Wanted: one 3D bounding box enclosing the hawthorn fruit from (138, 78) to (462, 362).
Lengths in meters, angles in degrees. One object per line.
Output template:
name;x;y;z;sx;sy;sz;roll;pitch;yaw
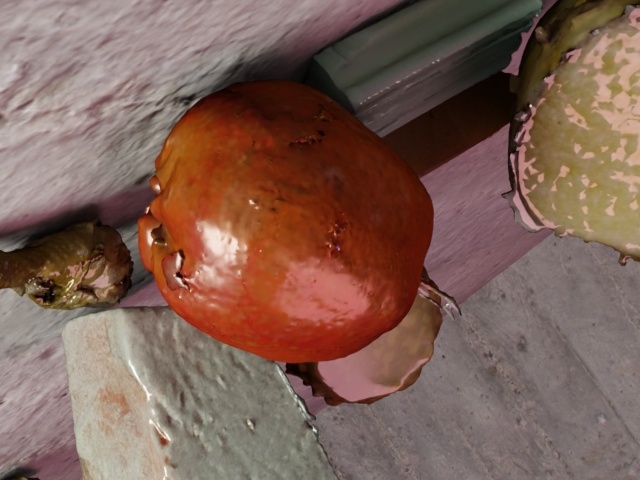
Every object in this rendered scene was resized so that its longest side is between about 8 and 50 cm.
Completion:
hawthorn fruit;0.000;0.000;0.951;0.299;0.211;0.211;22;136;-24

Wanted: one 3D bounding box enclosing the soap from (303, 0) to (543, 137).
soap;0.083;-0.154;1.034;0.198;0.063;0.114;-30;166;-20

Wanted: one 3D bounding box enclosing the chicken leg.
chicken leg;-0.216;0.020;0.945;0.085;0.069;0.198;-14;172;30

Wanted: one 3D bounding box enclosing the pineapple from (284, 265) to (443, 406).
pineapple;-0.004;0.043;1.233;0.169;0.169;0.340;-32;-156;-8

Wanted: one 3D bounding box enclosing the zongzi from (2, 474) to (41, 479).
zongzi;-0.469;0.392;1.701;0.189;0.081;0.178;-27;177;-9

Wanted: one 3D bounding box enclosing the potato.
potato;0.289;-0.142;1.099;0.300;0.237;0.289;16;130;-14

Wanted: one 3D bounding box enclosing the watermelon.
watermelon;-0.128;0.142;1.079;0.228;0.387;0.258;-19;130;-7

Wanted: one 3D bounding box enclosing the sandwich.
sandwich;0.095;-0.107;1.186;0.258;0.096;0.094;-29;172;-26
